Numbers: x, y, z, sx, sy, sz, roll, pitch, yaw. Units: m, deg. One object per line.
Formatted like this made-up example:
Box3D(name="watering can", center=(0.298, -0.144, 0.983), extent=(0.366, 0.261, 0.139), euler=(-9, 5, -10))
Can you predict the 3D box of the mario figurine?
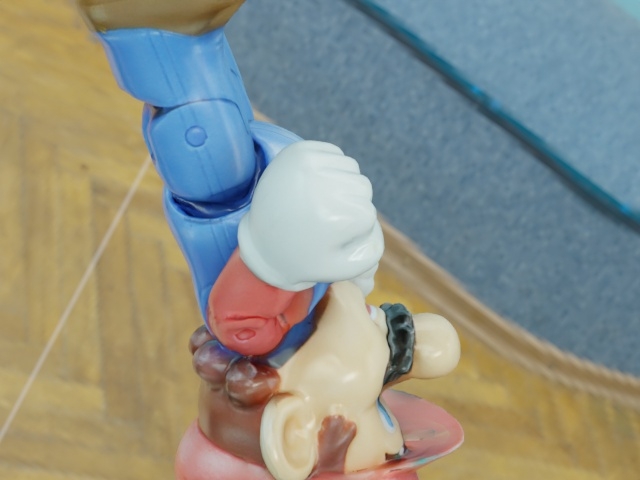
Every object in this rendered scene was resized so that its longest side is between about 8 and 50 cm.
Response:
Box3D(name="mario figurine", center=(0.000, 0.000, 0.814), extent=(0.198, 0.170, 0.320), euler=(-43, 123, -49))
